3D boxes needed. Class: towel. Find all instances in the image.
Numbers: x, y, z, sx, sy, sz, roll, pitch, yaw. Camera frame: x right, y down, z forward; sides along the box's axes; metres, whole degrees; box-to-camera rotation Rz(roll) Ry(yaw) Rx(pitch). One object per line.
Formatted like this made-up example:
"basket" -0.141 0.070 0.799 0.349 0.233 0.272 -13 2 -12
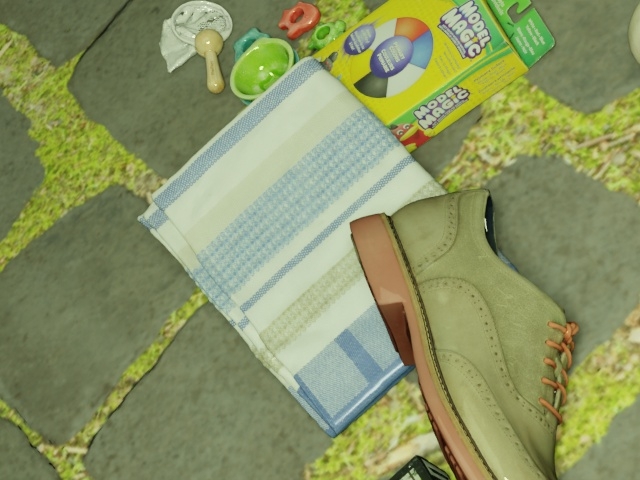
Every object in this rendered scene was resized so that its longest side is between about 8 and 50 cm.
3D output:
"towel" 0.000 0.000 1.472 0.209 0.034 0.285 -43 62 2

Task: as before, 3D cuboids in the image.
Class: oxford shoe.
"oxford shoe" 0.134 0.098 1.291 0.130 0.123 0.348 -24 60 0

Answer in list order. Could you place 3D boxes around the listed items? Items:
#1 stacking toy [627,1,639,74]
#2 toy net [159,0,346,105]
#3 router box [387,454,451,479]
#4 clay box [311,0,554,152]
"stacking toy" 0.315 -0.035 1.264 0.141 0.141 0.330 -21 58 24
"toy net" -0.080 -0.196 1.699 0.232 0.045 0.122 27 79 44
"router box" 0.045 0.263 1.289 0.179 0.046 0.133 -43 45 11
"clay box" 0.082 -0.153 1.546 0.222 0.053 0.127 -36 48 13
